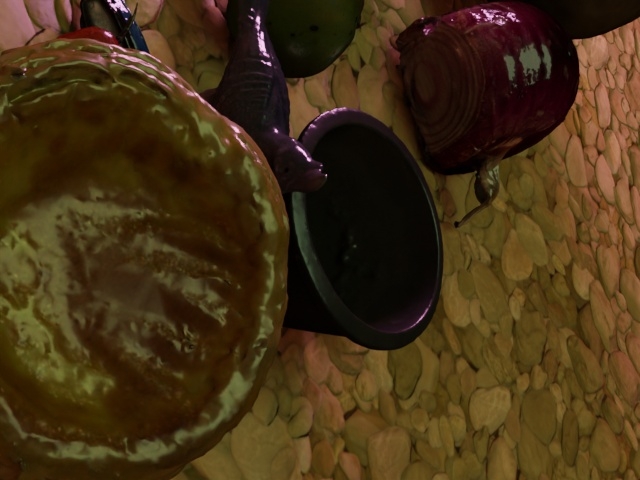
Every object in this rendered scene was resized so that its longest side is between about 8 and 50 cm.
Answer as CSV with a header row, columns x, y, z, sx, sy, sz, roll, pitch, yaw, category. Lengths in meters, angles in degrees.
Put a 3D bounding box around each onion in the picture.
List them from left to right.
x,y,z,sx,sy,sz,roll,pitch,yaw,category
0.248,-0.220,1.766,0.272,0.230,0.256,56,39,-9,onion

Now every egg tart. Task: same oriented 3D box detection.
x,y,z,sx,sy,sz,roll,pitch,yaw,category
-0.206,0.023,1.082,0.387,0.169,0.388,3,83,-29,egg tart

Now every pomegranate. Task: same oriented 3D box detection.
x,y,z,sx,sy,sz,roll,pitch,yaw,category
-0.051,-0.290,1.480,0.209,0.180,0.180,23,52,-8,pomegranate

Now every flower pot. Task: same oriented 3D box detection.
x,y,z,sx,sy,sz,roll,pitch,yaw,category
0.000,0.000,1.408,0.269,0.166,0.269,19,65,-47,flower pot

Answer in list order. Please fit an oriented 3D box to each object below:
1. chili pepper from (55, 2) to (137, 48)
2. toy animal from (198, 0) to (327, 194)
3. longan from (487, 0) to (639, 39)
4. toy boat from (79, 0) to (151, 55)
x,y,z,sx,sy,sz,roll,pitch,yaw,category
-0.227,-0.164,1.235,0.192,0.084,0.086,-58,148,-27,chili pepper
-0.085,-0.143,1.331,0.081,0.205,0.367,24,41,-38,toy animal
0.387,-0.515,1.890,0.404,0.404,0.436,52,19,-25,longan
-0.206,-0.195,1.315,0.137,0.060,0.061,65,13,-1,toy boat
